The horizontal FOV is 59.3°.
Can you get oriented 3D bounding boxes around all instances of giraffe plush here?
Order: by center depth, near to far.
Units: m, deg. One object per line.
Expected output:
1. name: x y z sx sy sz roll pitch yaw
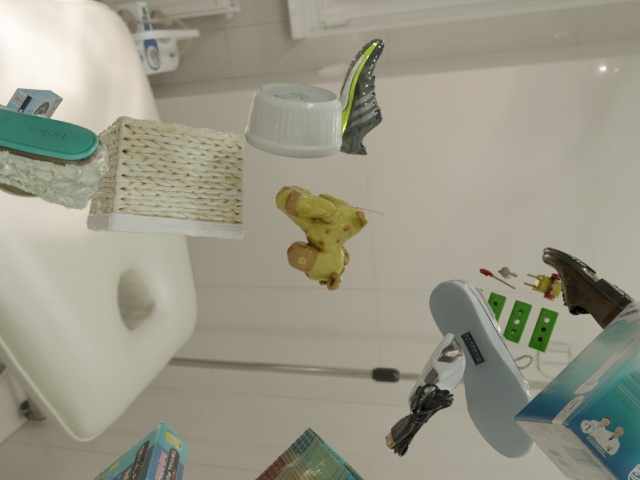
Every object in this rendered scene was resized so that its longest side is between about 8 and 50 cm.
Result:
1. giraffe plush: 0.000 0.000 1.103 0.181 0.210 0.171 -46 153 -80

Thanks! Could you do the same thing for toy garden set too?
1. toy garden set: 0.510 0.164 1.497 0.049 0.244 0.204 33 77 -55

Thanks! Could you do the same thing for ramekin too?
1. ramekin: -0.051 -0.257 1.174 0.207 0.207 0.109 -59 160 -60

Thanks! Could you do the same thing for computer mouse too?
1. computer mouse: 0.135 0.167 0.647 0.193 0.042 0.106 -33 154 -60

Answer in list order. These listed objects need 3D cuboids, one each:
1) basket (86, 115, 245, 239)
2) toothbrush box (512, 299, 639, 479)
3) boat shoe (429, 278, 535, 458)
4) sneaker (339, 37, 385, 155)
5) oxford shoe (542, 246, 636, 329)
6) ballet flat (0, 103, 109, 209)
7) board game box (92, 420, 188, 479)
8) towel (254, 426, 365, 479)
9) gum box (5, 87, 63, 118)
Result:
1. basket: -0.394 -0.141 1.420 0.331 0.328 0.267 2 91 -31
2. toothbrush box: 0.457 0.211 0.821 0.295 0.126 0.216 -41 167 -11
3. boat shoe: 0.353 0.248 1.164 0.156 0.135 0.367 -8 68 -52
4. sneaker: 0.106 -0.348 1.397 0.111 0.121 0.300 -83 -168 -61
5. oxford shoe: 0.495 0.089 1.093 0.096 0.082 0.227 -58 -152 19
6. ballet flat: -0.512 -0.141 0.804 0.147 0.408 0.147 -160 -90 -84
7. board game box: -0.397 0.515 0.996 0.079 0.336 0.254 50 3 -14
8. towel: -0.045 0.573 1.218 0.271 0.370 0.040 -40 110 -15
9. gum box: -0.702 -0.286 1.335 0.157 0.041 0.184 -53 -169 9
